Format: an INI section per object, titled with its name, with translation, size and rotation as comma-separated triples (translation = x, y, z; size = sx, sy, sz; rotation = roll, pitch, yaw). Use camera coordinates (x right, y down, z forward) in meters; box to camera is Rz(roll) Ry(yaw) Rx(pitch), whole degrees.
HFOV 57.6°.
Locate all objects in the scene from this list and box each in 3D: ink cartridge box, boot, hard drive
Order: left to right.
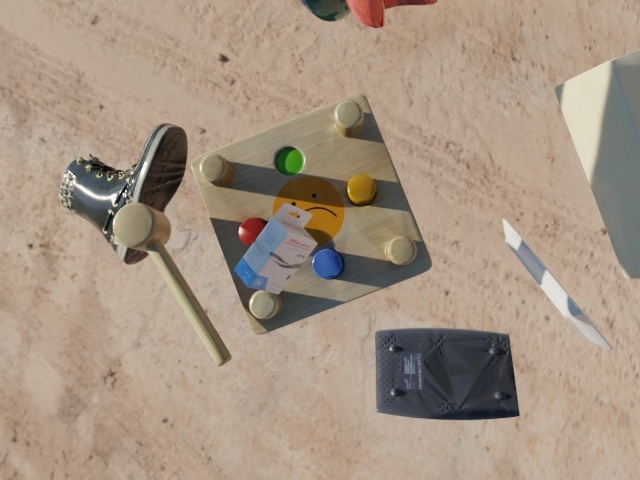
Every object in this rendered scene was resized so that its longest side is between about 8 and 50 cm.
[boot]
translation = -0.314, -0.101, 0.906
size = 0.178, 0.085, 0.236
rotation = 33, 113, 20
[ink cartridge box]
translation = -0.038, 0.009, 0.558
size = 0.083, 0.048, 0.028
rotation = -53, 54, 13
[hard drive]
translation = 0.228, 0.250, 1.082
size = 0.255, 0.054, 0.172
rotation = 1, 61, 1

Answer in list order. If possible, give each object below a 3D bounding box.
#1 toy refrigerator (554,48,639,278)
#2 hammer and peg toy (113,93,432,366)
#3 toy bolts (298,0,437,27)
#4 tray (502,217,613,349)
[toy refrigerator]
translation = 0.404, -0.093, 0.725
size = 0.094, 0.102, 0.269
rotation = -22, 92, -15
[hammer and peg toy]
translation = -0.062, -0.009, 0.773
size = 0.361, 0.127, 0.266
rotation = -22, 86, 2
[toy bolts]
translation = 0.022, -0.297, 0.459
size = 0.158, 0.218, 0.228
rotation = 24, 130, 35
[tray]
translation = 0.412, 0.077, 1.046
size = 0.030, 0.145, 0.270
rotation = -41, 34, 16
